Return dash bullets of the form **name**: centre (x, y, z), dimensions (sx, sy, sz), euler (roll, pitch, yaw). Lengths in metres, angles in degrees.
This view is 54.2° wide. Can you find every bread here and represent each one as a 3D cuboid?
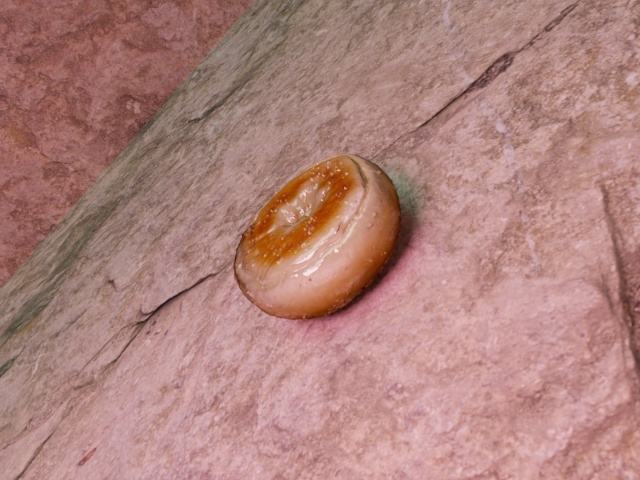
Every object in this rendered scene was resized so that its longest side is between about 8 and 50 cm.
- **bread**: centre (0.000, 0.000, 1.028), dimensions (0.305, 0.159, 0.306), euler (-26, 39, 24)
